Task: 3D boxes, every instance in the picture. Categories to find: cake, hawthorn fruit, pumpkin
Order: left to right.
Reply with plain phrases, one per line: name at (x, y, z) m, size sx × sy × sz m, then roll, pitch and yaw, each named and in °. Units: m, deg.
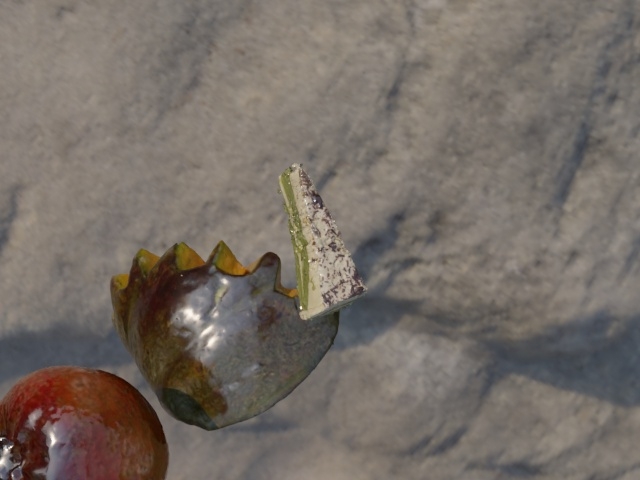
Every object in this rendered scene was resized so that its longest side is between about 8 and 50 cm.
hawthorn fruit at (-0.211, 0.195, 1.205) m, size 0.188 × 0.169 × 0.169 m, roll 3°, pitch 110°, yaw -50°
pumpkin at (-0.125, 0.093, 1.323) m, size 0.254 × 0.149 × 0.130 m, roll -10°, pitch 129°, yaw 24°
cake at (0.000, 0.000, 1.189) m, size 0.055 × 0.051 × 0.140 m, roll -4°, pitch 76°, yaw -28°
